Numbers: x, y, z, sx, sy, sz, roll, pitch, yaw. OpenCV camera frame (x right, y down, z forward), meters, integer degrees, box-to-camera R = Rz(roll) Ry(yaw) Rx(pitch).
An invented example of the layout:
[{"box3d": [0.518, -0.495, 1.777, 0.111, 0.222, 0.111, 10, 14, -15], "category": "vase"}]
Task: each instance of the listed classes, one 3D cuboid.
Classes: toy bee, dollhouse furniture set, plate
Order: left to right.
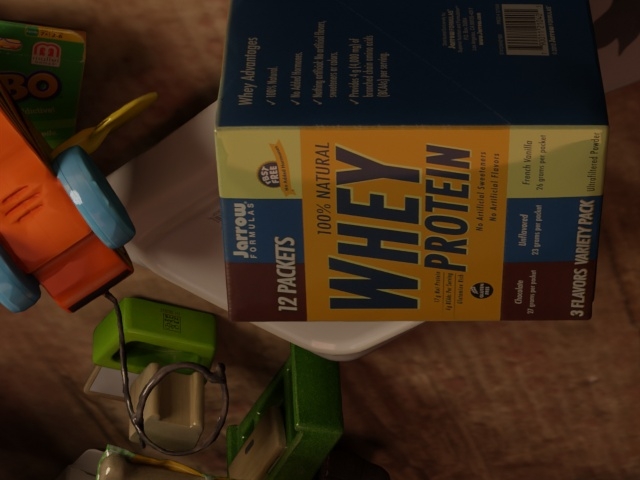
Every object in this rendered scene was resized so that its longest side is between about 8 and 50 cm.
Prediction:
[{"box3d": [-0.186, -0.008, 1.191, 0.195, 0.162, 0.298, -14, 111, -8], "category": "toy bee"}, {"box3d": [-0.095, 0.219, 1.392, 0.198, 0.301, 0.151, 14, 137, -20], "category": "dollhouse furniture set"}, {"box3d": [0.000, 0.000, 1.292, 0.278, 0.045, 0.277, 29, 142, -29], "category": "plate"}]

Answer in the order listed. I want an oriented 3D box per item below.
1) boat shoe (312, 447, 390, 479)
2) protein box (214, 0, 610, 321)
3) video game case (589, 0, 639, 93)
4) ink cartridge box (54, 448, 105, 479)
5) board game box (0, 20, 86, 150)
[{"box3d": [-0.016, 0.301, 1.654, 0.096, 0.112, 0.335, 10, 138, -5], "category": "boat shoe"}, {"box3d": [0.049, -0.068, 1.035, 0.201, 0.199, 0.136, 0, 130, 2], "category": "protein box"}, {"box3d": [0.123, -0.200, 1.071, 0.300, 0.036, 0.329, -21, 138, 25], "category": "video game case"}, {"box3d": [-0.201, 0.269, 1.648, 0.115, 0.067, 0.198, 19, 139, -22], "category": "ink cartridge box"}, {"box3d": [-0.231, -0.067, 1.246, 0.124, 0.039, 0.259, 6, 144, -9], "category": "board game box"}]
